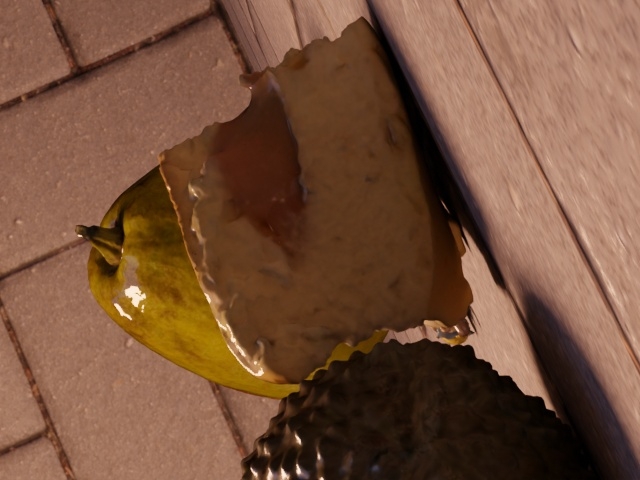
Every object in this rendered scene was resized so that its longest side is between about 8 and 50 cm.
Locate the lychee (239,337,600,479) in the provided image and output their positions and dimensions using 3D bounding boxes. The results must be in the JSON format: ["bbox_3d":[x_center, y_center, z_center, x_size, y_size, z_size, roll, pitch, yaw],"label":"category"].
[{"bbox_3d":[0.062,0.193,1.123,0.274,0.255,0.255,83,164,-63],"label":"lychee"}]

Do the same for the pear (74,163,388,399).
[{"bbox_3d":[-0.080,0.019,1.773,0.375,0.287,0.287,10,-141,-35],"label":"pear"}]

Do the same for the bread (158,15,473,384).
[{"bbox_3d":[0.001,-0.009,1.281,0.211,0.184,0.224,68,180,-79],"label":"bread"}]

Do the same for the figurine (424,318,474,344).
[{"bbox_3d":[0.106,0.066,1.481,0.050,0.047,0.083,55,-179,10],"label":"figurine"}]
